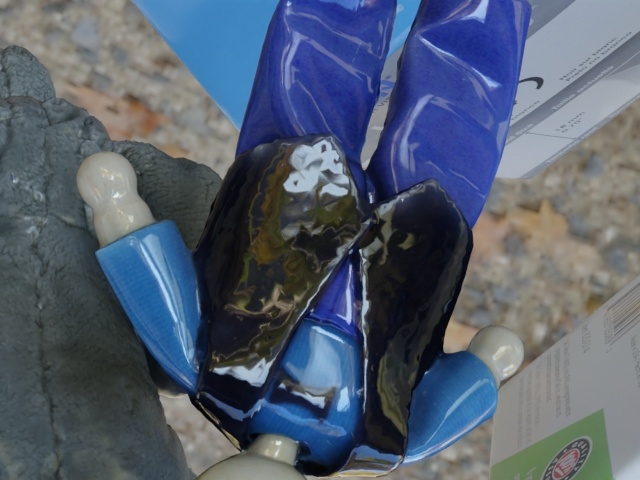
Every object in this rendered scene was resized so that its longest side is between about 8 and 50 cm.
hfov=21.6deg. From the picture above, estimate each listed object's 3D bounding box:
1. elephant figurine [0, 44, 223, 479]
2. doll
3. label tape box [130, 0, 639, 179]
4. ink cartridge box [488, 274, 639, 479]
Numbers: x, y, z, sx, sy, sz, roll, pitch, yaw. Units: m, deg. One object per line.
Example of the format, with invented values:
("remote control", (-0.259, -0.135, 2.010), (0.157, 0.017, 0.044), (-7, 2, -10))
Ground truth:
("elephant figurine", (-0.114, 0.014, 0.623), (0.186, 0.239, 0.169), (-4, 167, 31))
("doll", (0.000, 0.000, 0.433), (0.129, 0.189, 0.046), (19, 166, -16))
("label tape box", (0.066, -0.135, 0.717), (0.241, 0.106, 0.334), (-38, 157, 31))
("ink cartridge box", (0.237, 0.032, 0.693), (0.353, 0.207, 0.119), (-42, 97, 17))
